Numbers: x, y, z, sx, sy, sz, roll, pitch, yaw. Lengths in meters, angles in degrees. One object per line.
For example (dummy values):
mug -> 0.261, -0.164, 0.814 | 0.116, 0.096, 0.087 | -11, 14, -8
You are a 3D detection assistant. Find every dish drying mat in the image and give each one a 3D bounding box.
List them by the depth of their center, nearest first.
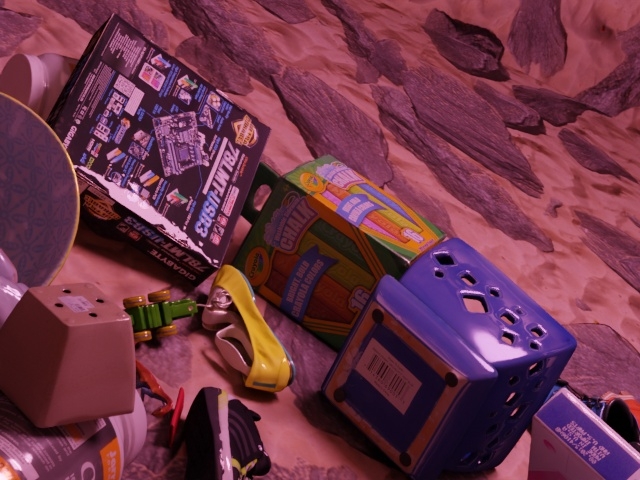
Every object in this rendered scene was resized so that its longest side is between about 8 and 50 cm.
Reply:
dish drying mat -> -0.169, 0.205, 1.703 | 0.008, 0.032, 0.083 | 9, 25, 0

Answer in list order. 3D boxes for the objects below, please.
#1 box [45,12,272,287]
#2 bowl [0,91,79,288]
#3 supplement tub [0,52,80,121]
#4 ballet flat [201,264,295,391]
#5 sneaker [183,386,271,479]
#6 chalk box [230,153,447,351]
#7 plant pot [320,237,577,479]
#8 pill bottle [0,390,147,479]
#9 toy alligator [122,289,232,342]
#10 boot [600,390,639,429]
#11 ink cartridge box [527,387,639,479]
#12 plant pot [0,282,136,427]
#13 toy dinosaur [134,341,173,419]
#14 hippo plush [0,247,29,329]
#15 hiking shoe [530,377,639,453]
box -> -0.233, -0.128, 2.040 | 0.293, 0.073, 0.295 | 36, 46, -20
bowl -> -0.425, -0.021, 1.666 | 0.289, 0.289, 0.156 | 28, -19, -5
supplement tub -> -0.358, -0.191, 2.127 | 0.200, 0.144, 0.144 | 11, 30, -36
ballet flat -> -0.111, 0.112, 1.908 | 0.077, 0.077, 0.231 | -5, 41, -29
sneaker -> -0.095, 0.243, 1.646 | 0.097, 0.084, 0.234 | 24, 25, -16
chalk box -> 0.000, 0.000, 2.116 | 0.289, 0.180, 0.179 | 34, 24, 12
plant pot -> 0.152, 0.166, 1.905 | 0.236, 0.236, 0.212 | 42, 33, 25
pill bottle -> -0.285, 0.217, 1.390 | 0.162, 0.162, 0.278 | 34, 25, 9
toy alligator -> -0.200, 0.092, 1.850 | 0.190, 0.056, 0.051 | -11, 2, -40
boot -> 0.460, 0.277, 2.238 | 0.158, 0.059, 0.084 | -1, 43, -51
ink cartridge box -> 0.389, 0.371, 1.798 | 0.071, 0.330, 0.324 | -39, 62, -17
plant pot -> -0.234, 0.099, 1.361 | 0.109, 0.096, 0.109 | -3, 30, -44
toy dinosaur -> -0.201, 0.171, 1.694 | 0.047, 0.090, 0.082 | -20, 20, -41
hippo plush -> -0.418, 0.081, 1.427 | 0.234, 0.236, 0.294 | 52, -6, -5
hiking shoe -> 0.394, 0.266, 2.083 | 0.113, 0.132, 0.304 | 15, 25, -30
